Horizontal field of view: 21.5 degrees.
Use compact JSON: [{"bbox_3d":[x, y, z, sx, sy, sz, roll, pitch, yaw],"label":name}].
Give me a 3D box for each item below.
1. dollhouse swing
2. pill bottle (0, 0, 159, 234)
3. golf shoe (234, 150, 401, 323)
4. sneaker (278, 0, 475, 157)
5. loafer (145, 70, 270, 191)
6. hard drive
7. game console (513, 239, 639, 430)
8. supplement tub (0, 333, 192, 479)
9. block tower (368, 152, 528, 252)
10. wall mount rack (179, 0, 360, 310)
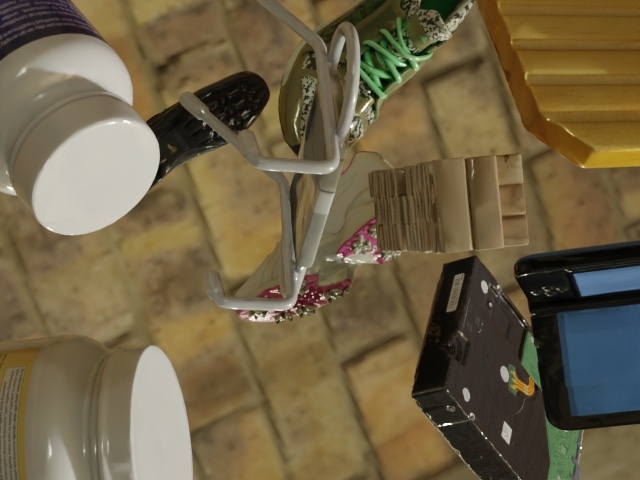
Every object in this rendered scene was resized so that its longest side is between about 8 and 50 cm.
[{"bbox_3d":[0.340,-0.246,1.393,0.315,0.305,0.347,-45,-131,41],"label":"dollhouse swing"},{"bbox_3d":[-0.178,-0.093,1.013,0.187,0.112,0.112,48,-24,35],"label":"pill bottle"},{"bbox_3d":[0.000,0.000,2.212,0.115,0.306,0.140,19,45,-49],"label":"golf shoe"},{"bbox_3d":[0.097,-0.275,2.307,0.158,0.410,0.182,42,-16,-19],"label":"sneaker"},{"bbox_3d":[-0.162,-0.129,1.963,0.076,0.223,0.078,56,-1,-26],"label":"loafer"},{"bbox_3d":[0.247,0.216,2.256,0.064,0.237,0.339,-17,-51,33],"label":"hard drive"},{"bbox_3d":[0.381,0.105,1.901,0.250,0.293,0.173,44,39,-72],"label":"game console"},{"bbox_3d":[-0.311,0.218,1.638,0.241,0.331,0.241,-6,90,-79],"label":"supplement tub"},{"bbox_3d":[0.126,-0.035,1.723,0.335,0.091,0.097,-169,-106,-81],"label":"block tower"},{"bbox_3d":[-0.059,-0.112,1.691,0.350,0.130,0.304,107,-18,-46],"label":"wall mount rack"}]
